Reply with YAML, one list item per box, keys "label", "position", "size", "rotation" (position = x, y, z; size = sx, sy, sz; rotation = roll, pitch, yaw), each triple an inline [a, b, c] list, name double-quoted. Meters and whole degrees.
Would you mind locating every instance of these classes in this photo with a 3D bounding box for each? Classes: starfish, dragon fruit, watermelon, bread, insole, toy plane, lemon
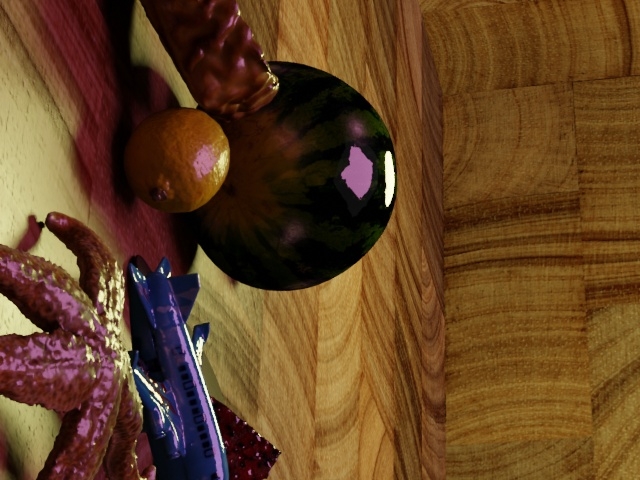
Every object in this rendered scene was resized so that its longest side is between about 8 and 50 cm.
- label: "starfish"
  position: [-0.210, 0.103, 1.519]
  size: [0.327, 0.094, 0.375]
  rotation: [-80, 157, -47]
- label: "dragon fruit"
  position: [-0.125, 0.242, 1.961]
  size: [0.120, 0.127, 0.161]
  rotation: [-51, -174, -12]
- label: "watermelon"
  position: [-0.037, -0.077, 2.101]
  size: [0.269, 0.269, 0.269]
  rotation: [-5, 90, -79]
- label: "bread"
  position: [-0.127, -0.233, 1.917]
  size: [0.222, 0.096, 0.181]
  rotation: [62, 2, 1]
- label: "insole"
  position: [-0.147, 0.116, 1.985]
  size: [0.328, 0.007, 0.111]
  rotation: [65, 5, -56]
- label: "toy plane"
  position: [-0.148, 0.153, 1.779]
  size: [0.254, 0.105, 0.271]
  rotation: [-13, 98, -78]
- label: "lemon"
  position: [-0.149, -0.082, 1.871]
  size: [0.133, 0.109, 0.109]
  rotation: [-63, 149, -47]
